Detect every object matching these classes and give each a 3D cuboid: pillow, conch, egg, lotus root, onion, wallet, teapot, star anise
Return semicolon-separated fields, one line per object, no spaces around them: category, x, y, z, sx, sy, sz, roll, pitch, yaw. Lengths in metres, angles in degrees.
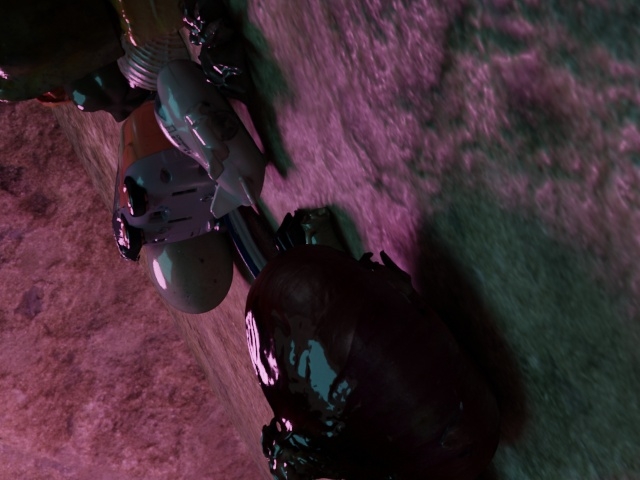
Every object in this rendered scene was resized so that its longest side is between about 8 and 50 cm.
pillow;-0.350;-0.125;2.135;0.161;0.092;0.335;122;156;-78
conch;-0.284;-0.306;1.851;0.135;0.102;0.153;48;164;-3
egg;-0.262;0.036;2.202;0.169;0.169;0.236;-149;45;-62
lotus root;-0.479;-0.359;1.686;0.267;0.260;0.149;59;170;32
onion;0.034;0.177;1.273;0.347;0.285;0.347;39;163;14
wallet;-0.029;0.022;1.585;0.166;0.030;0.111;-71;-43;-77
teapot;0.000;0.000;1.506;0.057;0.067;0.083;-9;104;30
star anise;-0.151;-0.278;1.521;0.195;0.065;0.182;86;159;-73

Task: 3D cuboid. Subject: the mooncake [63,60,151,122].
mooncake;-0.421;-0.302;2.169;0.104;0.175;0.168;59;138;14

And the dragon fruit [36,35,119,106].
dragon fruit;-0.550;-0.396;2.220;0.263;0.314;0.296;29;138;-13

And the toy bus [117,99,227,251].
toy bus;-0.275;-0.125;1.945;0.288;0.194;0.232;115;137;-63

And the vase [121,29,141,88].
vase;-0.336;-0.342;2.021;0.059;0.059;0.167;59;164;13

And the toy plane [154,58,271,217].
toy plane;-0.162;-0.154;1.617;0.252;0.118;0.252;61;-177;-5

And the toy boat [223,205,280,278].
toy boat;-0.088;0.033;1.840;0.046;0.080;0.229;-41;73;38

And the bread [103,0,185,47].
bread;-0.307;-0.449;1.649;0.246;0.111;0.239;52;161;39
